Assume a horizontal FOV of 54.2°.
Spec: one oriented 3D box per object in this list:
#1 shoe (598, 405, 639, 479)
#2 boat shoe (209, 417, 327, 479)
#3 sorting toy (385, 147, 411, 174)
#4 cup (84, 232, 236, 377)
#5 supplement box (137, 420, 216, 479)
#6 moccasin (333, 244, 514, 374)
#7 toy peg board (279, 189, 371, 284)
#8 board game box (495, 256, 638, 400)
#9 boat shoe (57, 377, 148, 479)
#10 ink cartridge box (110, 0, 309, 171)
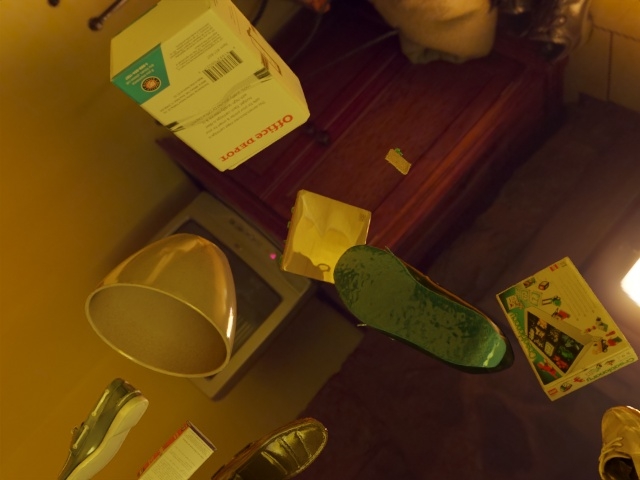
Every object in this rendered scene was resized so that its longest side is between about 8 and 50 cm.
[{"bbox_3d":[0.366,0.271,0.723,0.058,0.076,0.219,14,-151,-4],"label":"shoe"},{"bbox_3d":[-0.130,0.477,1.365,0.110,0.307,0.104,60,172,-13],"label":"boat shoe"},{"bbox_3d":[0.185,-0.190,1.476,0.062,0.012,0.083,37,-143,-4],"label":"sorting toy"},{"bbox_3d":[-0.328,0.122,1.432,0.331,0.237,0.331,10,138,9],"label":"cup"},{"bbox_3d":[-0.443,0.678,1.918,0.114,0.220,0.111,47,162,-8],"label":"supplement box"},{"bbox_3d":[0.151,0.122,0.995,0.117,0.137,0.342,32,-176,-45],"label":"moccasin"},{"bbox_3d":[0.000,0.000,1.255,0.161,0.161,0.079,16,172,-23],"label":"toy peg board"},{"bbox_3d":[0.531,0.186,1.387,0.053,0.193,0.305,49,-162,-32],"label":"board game box"},{"bbox_3d":[-0.533,0.462,1.485,0.099,0.319,0.116,43,-167,18],"label":"boat shoe"},{"bbox_3d":[-0.131,-0.197,0.771,0.203,0.148,0.085,40,-153,-49],"label":"ink cartridge box"}]
